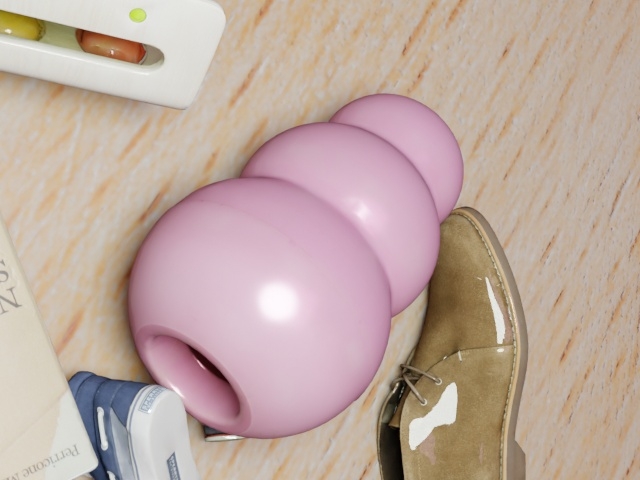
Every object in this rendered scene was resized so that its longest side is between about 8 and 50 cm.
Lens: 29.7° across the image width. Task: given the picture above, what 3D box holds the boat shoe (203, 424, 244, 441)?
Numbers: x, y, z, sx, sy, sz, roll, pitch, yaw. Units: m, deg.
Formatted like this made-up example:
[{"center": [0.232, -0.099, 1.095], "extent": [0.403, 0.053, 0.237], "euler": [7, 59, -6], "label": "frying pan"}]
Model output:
[{"center": [-0.040, 0.139, 1.020], "extent": [0.137, 0.049, 0.043], "euler": [-11, 90, -33], "label": "boat shoe"}]

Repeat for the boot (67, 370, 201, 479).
[{"center": [-0.146, 0.185, 0.950], "extent": [0.069, 0.086, 0.190], "euler": [-43, 137, -51], "label": "boot"}]

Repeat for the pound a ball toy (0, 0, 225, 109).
[{"center": [-0.204, -0.206, 0.907], "extent": [0.319, 0.135, 0.208], "euler": [10, 43, -24], "label": "pound a ball toy"}]

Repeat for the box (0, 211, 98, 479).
[{"center": [-0.286, 0.042, 0.835], "extent": [0.148, 0.121, 0.311], "euler": [-26, 100, -29], "label": "box"}]

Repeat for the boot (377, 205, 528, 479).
[{"center": [0.113, 0.122, 1.086], "extent": [0.115, 0.112, 0.305], "euler": [-3, 91, -20], "label": "boot"}]

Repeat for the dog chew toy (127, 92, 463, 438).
[{"center": [0.000, 0.000, 0.972], "extent": [0.206, 0.207, 0.332], "euler": [53, 56, -17], "label": "dog chew toy"}]
